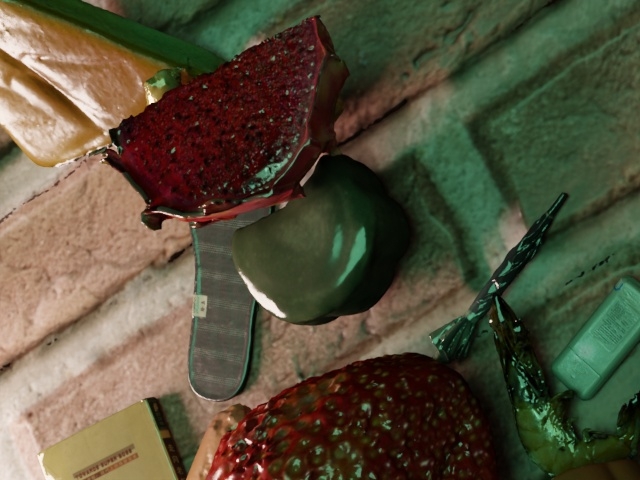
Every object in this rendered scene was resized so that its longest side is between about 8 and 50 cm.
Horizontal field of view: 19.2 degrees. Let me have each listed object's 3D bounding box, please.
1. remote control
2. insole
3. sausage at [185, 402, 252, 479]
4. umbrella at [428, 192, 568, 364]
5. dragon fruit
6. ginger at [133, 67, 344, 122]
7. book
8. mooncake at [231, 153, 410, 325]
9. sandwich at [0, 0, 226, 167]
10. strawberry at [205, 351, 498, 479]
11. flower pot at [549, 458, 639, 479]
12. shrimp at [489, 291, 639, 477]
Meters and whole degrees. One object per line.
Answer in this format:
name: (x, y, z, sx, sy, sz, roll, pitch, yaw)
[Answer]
remote control: (0.268, 0.092, 1.776, 0.053, 0.018, 0.124, 43, 110, 21)
insole: (-0.102, 0.014, 1.978, 0.110, 0.012, 0.309, 6, 92, 27)
sausage: (-0.115, 0.306, 1.921, 0.086, 0.086, 0.289, 19, 88, 27)
umbrella: (0.152, 0.059, 1.828, 0.044, 0.044, 0.269, 31, 104, -4)
dragon fruit: (-0.068, -0.077, 1.814, 0.274, 0.126, 0.161, -27, 56, 22)
ginger: (-0.090, -0.123, 1.931, 0.193, 0.052, 0.176, 24, 124, -7)
book: (-0.202, 0.303, 2.020, 0.161, 0.026, 0.230, -27, 77, 24)
mooncake: (0.000, 0.000, 1.873, 0.175, 0.104, 0.168, -3, 88, 31)
sandwich: (-0.256, -0.192, 1.959, 0.245, 0.212, 0.063, -23, 35, 26)
strawberry: (0.030, 0.230, 1.792, 0.288, 0.250, 0.238, -57, 31, 3)
flower pot: (0.258, 0.299, 1.703, 0.191, 0.191, 0.173, -29, 63, 25)
shrimp: (0.232, 0.131, 1.761, 0.148, 0.035, 0.195, -13, 99, 44)
